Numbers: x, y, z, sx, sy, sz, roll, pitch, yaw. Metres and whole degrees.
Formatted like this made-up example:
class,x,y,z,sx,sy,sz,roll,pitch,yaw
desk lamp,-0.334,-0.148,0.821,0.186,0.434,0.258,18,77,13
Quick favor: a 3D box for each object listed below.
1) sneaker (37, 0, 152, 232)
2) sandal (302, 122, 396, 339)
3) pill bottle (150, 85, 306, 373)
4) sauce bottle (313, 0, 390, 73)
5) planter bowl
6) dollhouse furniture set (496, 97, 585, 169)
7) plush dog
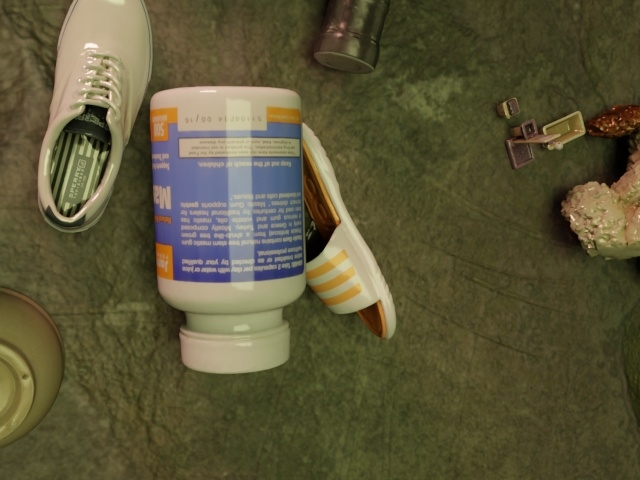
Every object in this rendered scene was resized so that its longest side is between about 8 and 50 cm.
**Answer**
class,x,y,z,sx,sy,sz,roll,pitch,yaw
sneaker,-0.213,-0.131,0.711,0.094,0.091,0.258,9,92,-23
sandal,-0.004,0.000,0.815,0.076,0.102,0.265,-27,96,-17
pill bottle,-0.090,-0.012,0.742,0.152,0.152,0.271,-3,96,-22
sauce bottle,0.069,-0.356,0.798,0.111,0.111,0.344,13,90,-23
planter bowl,-0.319,0.127,0.683,0.162,0.109,0.162,-2,95,-23
dollhouse furniture set,0.299,-0.151,0.929,0.114,0.081,0.091,-25,104,-19
plush dog,0.469,-0.083,0.968,0.263,0.211,0.225,17,62,-25
